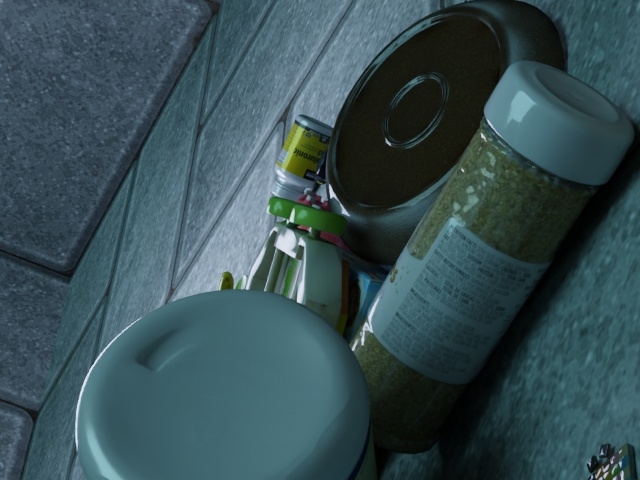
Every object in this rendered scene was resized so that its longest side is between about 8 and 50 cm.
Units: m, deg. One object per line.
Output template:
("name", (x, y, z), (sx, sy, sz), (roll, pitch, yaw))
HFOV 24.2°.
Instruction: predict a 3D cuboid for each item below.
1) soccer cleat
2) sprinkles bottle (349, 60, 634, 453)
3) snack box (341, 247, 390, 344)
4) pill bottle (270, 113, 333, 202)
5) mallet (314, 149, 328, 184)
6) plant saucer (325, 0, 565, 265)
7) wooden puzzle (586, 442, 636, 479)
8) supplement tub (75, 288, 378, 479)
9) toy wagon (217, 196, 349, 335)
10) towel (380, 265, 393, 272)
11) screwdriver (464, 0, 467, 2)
("soccer cleat", (0.000, 0.000, 1.774), (0.248, 0.083, 0.095), (-95, 24, -83))
("sprinkles bottle", (0.131, 0.021, 1.297), (0.355, 0.121, 0.121), (-61, 17, 25))
("snack box", (0.002, 0.178, 1.540), (0.187, 0.060, 0.322), (-145, 71, -72))
("pill bottle", (-0.026, -0.113, 2.098), (0.116, 0.065, 0.065), (-66, 16, 11))
("mallet", (0.006, -0.090, 1.964), (0.039, 0.062, 0.189), (-68, 15, -5))
("plant saucer", (0.109, -0.122, 1.507), (0.310, 0.050, 0.310), (-31, 43, 33))
("wooden puzzle", (0.206, 0.175, 1.053), (0.049, 0.006, 0.083), (-54, 21, 40))
("supplement tub", (-0.065, 0.225, 1.273), (0.325, 0.235, 0.235), (82, -169, -47))
("toy wagon", (-0.053, 0.089, 1.577), (0.344, 0.068, 0.267), (-155, 81, -75))
("towel", (0.068, 0.054, 1.627), (0.285, 0.034, 0.209), (-65, 18, 17))
("screwdriver", (0.164, -0.226, 1.725), (0.024, 0.025, 0.170), (-53, 13, 44))
